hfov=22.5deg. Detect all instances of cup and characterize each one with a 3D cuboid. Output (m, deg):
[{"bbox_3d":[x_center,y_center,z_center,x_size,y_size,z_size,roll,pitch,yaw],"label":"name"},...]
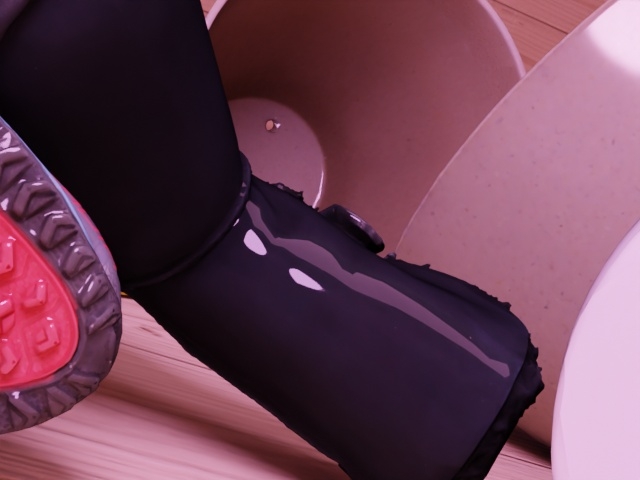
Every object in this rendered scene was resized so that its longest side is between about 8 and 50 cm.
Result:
[{"bbox_3d":[0.235,0.020,0.853,0.237,0.331,0.331,49,14,21],"label":"cup"}]

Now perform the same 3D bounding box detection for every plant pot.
[{"bbox_3d":[-0.012,-0.070,1.222,0.256,0.256,0.274,20,-12,-15],"label":"plant pot"}]

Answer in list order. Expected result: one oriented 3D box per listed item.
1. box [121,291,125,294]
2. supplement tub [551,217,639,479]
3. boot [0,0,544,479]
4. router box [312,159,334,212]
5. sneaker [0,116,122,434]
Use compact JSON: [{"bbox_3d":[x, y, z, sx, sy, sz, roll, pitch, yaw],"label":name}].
[{"bbox_3d":[-0.098,0.001,0.901,0.059,0.054,0.169,23,5,28],"label":"box"},{"bbox_3d":[0.182,0.062,0.519,0.191,0.191,0.272,22,4,19],"label":"supplement tub"},{"bbox_3d":[-0.015,-0.004,0.530,0.207,0.094,0.246,34,-16,4],"label":"boot"},{"bbox_3d":[0.078,-0.007,1.359,0.179,0.133,0.046,22,-1,21],"label":"router box"},{"bbox_3d":[-0.164,-0.021,0.480,0.262,0.104,0.125,22,2,14],"label":"sneaker"}]
